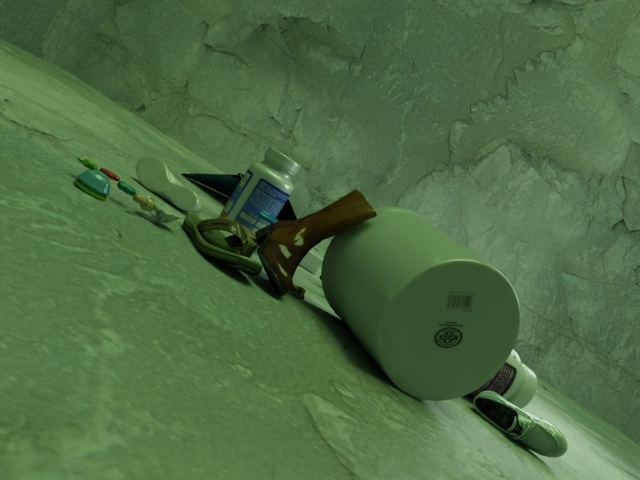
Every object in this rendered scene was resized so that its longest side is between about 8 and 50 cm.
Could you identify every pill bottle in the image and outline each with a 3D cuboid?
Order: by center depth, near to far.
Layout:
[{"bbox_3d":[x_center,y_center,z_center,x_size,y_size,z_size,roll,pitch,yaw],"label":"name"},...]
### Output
[{"bbox_3d":[0.411,0.324,1.648,0.301,0.169,0.169,32,4,-18],"label":"pill bottle"},{"bbox_3d":[-0.178,-0.144,1.938,0.152,0.272,0.152,33,4,-3],"label":"pill bottle"}]

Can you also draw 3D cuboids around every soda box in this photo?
[{"bbox_3d":[-0.189,0.010,1.554,0.061,0.058,0.181,33,3,-3],"label":"soda box"}]

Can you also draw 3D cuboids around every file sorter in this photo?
[{"bbox_3d":[-0.123,0.005,1.785,0.170,0.104,0.118,33,4,-6],"label":"file sorter"}]

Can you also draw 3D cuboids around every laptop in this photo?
[{"bbox_3d":[-0.283,-0.104,2.475,0.382,0.236,0.408,24,38,-61],"label":"laptop"}]

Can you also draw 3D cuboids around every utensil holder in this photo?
[{"bbox_3d":[0.206,0.128,1.401,0.328,0.327,0.385,31,7,-22],"label":"utensil holder"}]

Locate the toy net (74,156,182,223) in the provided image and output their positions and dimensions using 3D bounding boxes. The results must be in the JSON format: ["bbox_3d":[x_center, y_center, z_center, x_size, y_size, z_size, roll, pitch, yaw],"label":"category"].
[{"bbox_3d":[-0.393,-0.089,1.299,0.232,0.045,0.122,32,2,-37],"label":"toy net"}]

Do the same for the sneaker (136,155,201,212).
[{"bbox_3d":[-0.402,-0.139,1.688,0.212,0.080,0.094,41,-6,12],"label":"sneaker"}]

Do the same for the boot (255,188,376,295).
[{"bbox_3d":[0.000,0.000,1.449,0.264,0.280,0.096,-109,177,-68],"label":"boot"}]

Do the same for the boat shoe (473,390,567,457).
[{"bbox_3d":[0.452,0.427,1.461,0.227,0.079,0.081,30,11,32],"label":"boat shoe"}]

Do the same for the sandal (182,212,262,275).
[{"bbox_3d":[-0.218,-0.012,1.385,0.120,0.086,0.303,29,5,-40],"label":"sandal"}]

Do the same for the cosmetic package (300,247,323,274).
[{"bbox_3d":[-0.052,0.046,2.155,0.099,0.060,0.239,31,4,-8],"label":"cosmetic package"}]

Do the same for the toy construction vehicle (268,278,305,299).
[{"bbox_3d":[-0.085,0.094,1.510,0.086,0.035,0.098,29,6,-44],"label":"toy construction vehicle"}]

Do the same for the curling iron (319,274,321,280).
[{"bbox_3d":[0.077,0.160,1.970,0.068,0.035,0.274,31,1,41],"label":"curling iron"}]
